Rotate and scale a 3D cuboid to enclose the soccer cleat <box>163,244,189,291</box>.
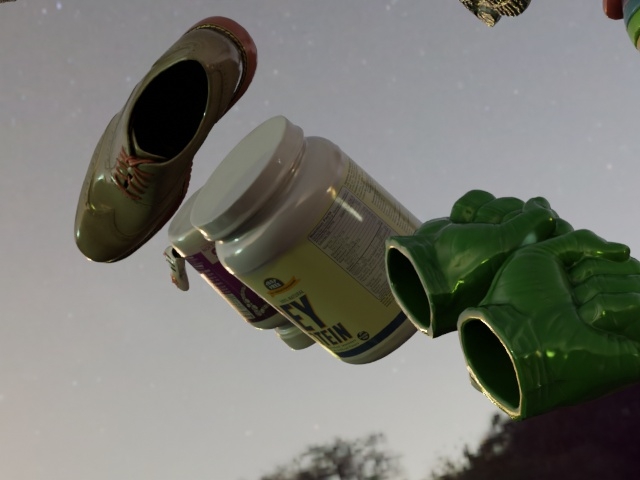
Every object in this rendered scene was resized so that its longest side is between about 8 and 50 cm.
[{"bbox_3d":[-0.240,0.046,1.907,0.029,0.083,0.036,-11,-16,-43],"label":"soccer cleat"}]

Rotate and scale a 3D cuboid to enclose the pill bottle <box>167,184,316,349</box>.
[{"bbox_3d":[-0.100,0.042,1.894,0.169,0.169,0.301,-27,-63,34],"label":"pill bottle"}]

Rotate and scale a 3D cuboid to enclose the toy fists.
[{"bbox_3d":[0.160,0.035,0.874,0.142,0.096,0.279,-15,23,-15],"label":"toy fists"}]

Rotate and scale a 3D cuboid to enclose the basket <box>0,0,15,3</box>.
[{"bbox_3d":[-0.466,-0.383,1.526,0.113,0.103,0.167,-23,2,40],"label":"basket"}]

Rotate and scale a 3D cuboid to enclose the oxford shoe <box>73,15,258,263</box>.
[{"bbox_3d":[-0.203,-0.098,1.270,0.348,0.123,0.130,-56,-1,27],"label":"oxford shoe"}]

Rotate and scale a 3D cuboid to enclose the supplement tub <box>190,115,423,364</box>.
[{"bbox_3d":[0.000,0.000,1.613,0.325,0.235,0.235,40,-46,-21],"label":"supplement tub"}]

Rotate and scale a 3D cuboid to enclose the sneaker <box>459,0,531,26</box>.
[{"bbox_3d":[0.298,-0.436,1.829,0.122,0.110,0.283,-53,8,1],"label":"sneaker"}]

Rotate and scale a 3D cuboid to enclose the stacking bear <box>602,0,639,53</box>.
[{"bbox_3d":[0.640,-0.369,2.033,0.175,0.289,0.164,-17,-28,5],"label":"stacking bear"}]

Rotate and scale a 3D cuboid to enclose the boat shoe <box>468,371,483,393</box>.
[{"bbox_3d":[0.404,0.163,2.140,0.319,0.116,0.099,-38,-34,-23],"label":"boat shoe"}]
